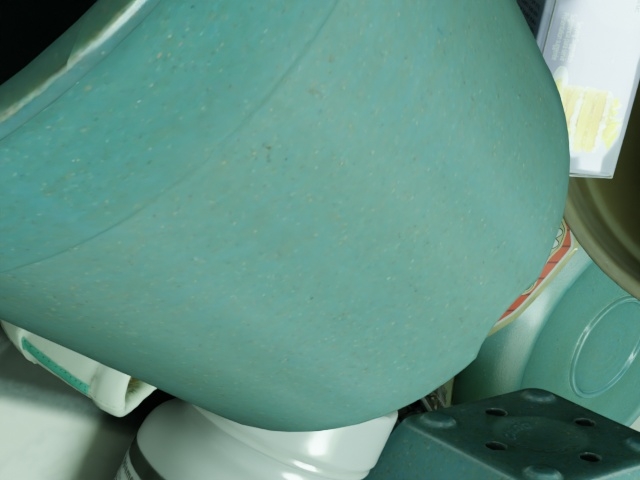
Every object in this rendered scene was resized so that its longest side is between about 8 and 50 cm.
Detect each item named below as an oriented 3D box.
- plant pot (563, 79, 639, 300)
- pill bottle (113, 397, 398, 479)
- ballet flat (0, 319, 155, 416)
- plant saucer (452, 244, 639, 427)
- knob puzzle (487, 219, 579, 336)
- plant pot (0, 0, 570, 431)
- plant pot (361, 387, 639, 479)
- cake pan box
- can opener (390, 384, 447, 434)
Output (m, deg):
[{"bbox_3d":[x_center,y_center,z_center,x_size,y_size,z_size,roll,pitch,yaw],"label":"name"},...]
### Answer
[{"bbox_3d":[0.360,-0.097,1.110,0.280,0.323,0.323,-3,119,-64],"label":"plant pot"},{"bbox_3d":[-0.070,0.205,0.951,0.161,0.161,0.283,17,103,-49],"label":"pill bottle"},{"bbox_3d":[0.000,0.000,0.893,0.400,0.139,0.139,-25,131,-30],"label":"ballet flat"},{"bbox_3d":[0.244,0.087,1.285,0.317,0.043,0.318,-24,130,-32],"label":"plant saucer"},{"bbox_3d":[0.131,0.006,1.102,0.213,0.030,0.213,-17,124,-27],"label":"knob puzzle"},{"bbox_3d":[-0.066,-0.087,0.617,0.341,0.341,0.334,-52,141,-5],"label":"plant pot"},{"bbox_3d":[0.145,0.252,1.039,0.247,0.247,0.252,-8,110,-37],"label":"plant pot"},{"bbox_3d":[0.125,-0.198,0.821,0.070,0.267,0.246,6,115,-13],"label":"cake pan box"},{"bbox_3d":[0.090,0.188,1.180,0.093,0.074,0.280,-33,138,-3],"label":"can opener"}]
